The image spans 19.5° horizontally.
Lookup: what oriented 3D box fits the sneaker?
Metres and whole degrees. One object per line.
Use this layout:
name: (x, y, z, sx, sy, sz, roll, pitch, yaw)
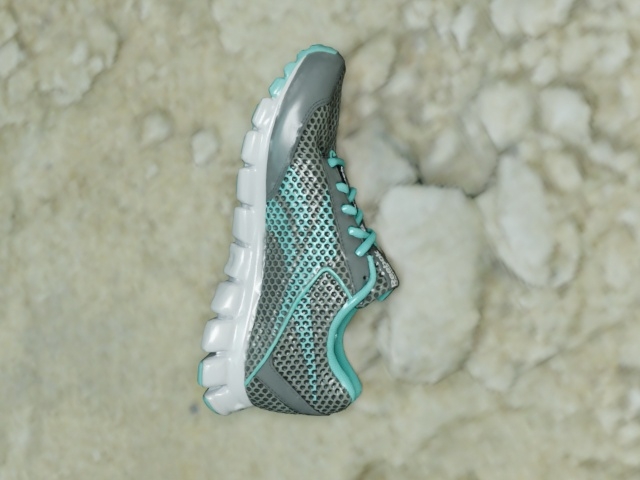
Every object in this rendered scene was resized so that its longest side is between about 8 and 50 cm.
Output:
sneaker: (0.000, 0.000, 0.805, 0.076, 0.065, 0.166, 12, 98, 11)
